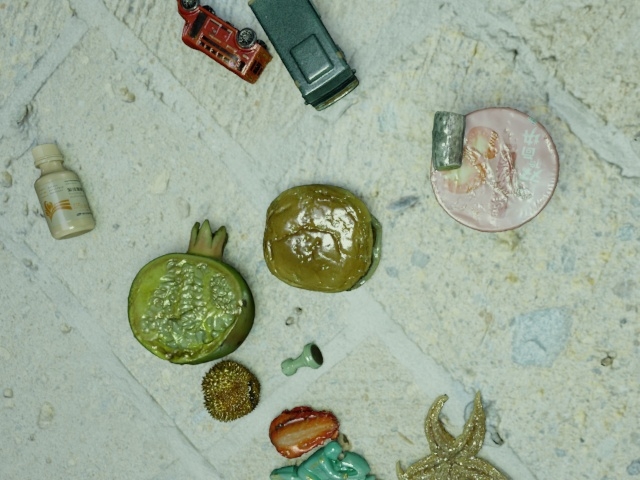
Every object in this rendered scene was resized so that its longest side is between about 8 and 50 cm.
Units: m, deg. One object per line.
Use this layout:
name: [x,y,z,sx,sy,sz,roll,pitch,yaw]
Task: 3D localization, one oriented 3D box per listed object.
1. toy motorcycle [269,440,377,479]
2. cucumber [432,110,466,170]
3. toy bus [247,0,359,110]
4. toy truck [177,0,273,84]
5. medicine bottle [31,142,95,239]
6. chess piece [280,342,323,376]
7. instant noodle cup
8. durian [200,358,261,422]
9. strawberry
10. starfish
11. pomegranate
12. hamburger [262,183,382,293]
toy motorcycle: [0.016,0.617,1.298,0.296,0.109,0.198,-14,92,10]
cucumber: [0.239,-0.187,0.964,0.064,0.064,0.112,6,98,11]
toy bus: [-0.035,-0.453,1.178,0.138,0.167,0.275,-31,89,13]
toy truck: [-0.248,-0.494,1.249,0.252,0.107,0.114,34,100,7]
medicine bottle: [-0.703,-0.134,1.377,0.114,0.114,0.252,-20,90,13]
chess piece: [-0.051,0.311,1.308,0.103,0.067,0.067,-30,89,21]
instant noodle cup: [0.354,-0.146,1.091,0.242,0.231,0.243,1,95,11]
durian: [-0.235,0.387,1.320,0.168,0.137,0.158,-20,112,21]
strawberry: [-0.041,0.486,1.319,0.188,0.082,0.121,-16,107,3]
starfish: [0.348,0.537,1.244,0.299,0.060,0.302,-44,80,6]
pomegranate: [-0.302,0.139,1.282,0.309,0.216,0.359,6,66,12]
hamburger: [0.001,-0.002,1.230,0.284,0.134,0.266,6,94,14]
